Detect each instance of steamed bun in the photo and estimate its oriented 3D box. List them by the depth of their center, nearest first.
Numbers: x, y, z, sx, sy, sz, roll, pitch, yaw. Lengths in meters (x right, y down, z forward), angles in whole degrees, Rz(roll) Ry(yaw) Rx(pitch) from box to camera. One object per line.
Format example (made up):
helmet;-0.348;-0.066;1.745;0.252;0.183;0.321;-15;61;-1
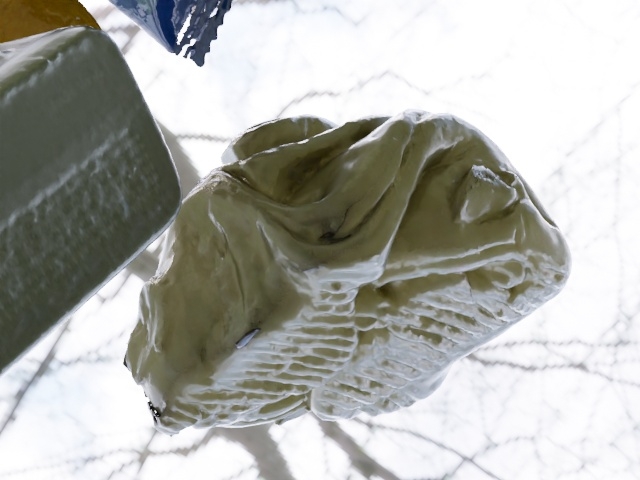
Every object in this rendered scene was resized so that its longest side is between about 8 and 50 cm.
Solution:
steamed bun;0.000;0.000;1.543;0.394;0.346;0.237;-19;-120;-5

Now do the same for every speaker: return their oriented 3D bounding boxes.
speaker;-0.265;0.010;1.110;0.184;0.183;0.406;-13;-160;33

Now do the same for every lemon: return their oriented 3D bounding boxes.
lemon;-0.251;-0.149;1.446;0.142;0.187;0.142;-30;-137;33

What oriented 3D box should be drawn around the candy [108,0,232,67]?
candy;-0.206;-0.314;1.618;0.077;0.331;0.187;-48;176;-46
